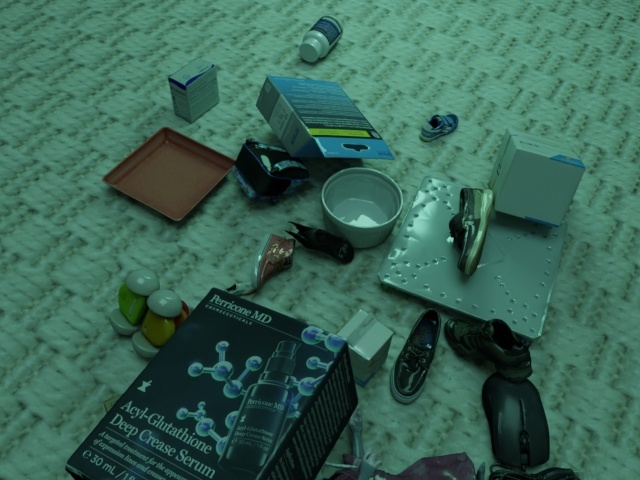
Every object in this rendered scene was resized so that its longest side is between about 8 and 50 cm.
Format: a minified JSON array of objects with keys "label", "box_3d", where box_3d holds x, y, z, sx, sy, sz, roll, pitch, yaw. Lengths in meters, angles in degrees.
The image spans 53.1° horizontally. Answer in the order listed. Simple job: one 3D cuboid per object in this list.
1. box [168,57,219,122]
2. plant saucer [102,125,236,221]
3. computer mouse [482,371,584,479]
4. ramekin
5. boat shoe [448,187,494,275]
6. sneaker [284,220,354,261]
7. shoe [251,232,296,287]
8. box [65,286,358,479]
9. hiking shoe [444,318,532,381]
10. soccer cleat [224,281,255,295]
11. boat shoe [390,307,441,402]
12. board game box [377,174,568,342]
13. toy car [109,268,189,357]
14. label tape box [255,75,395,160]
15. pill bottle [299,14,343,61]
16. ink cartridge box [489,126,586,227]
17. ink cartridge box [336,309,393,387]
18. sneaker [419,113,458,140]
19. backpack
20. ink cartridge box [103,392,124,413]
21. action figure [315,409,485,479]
[{"label":"box","box_3d":[-0.366,-0.438,1.866,0.072,0.137,0.126,30,56,20]},{"label":"plant saucer","box_3d":[-0.397,-0.172,1.711,0.259,0.047,0.258,27,55,16]},{"label":"computer mouse","box_3d":[0.416,0.380,1.312,0.189,0.072,0.272,-2,52,-5]},{"label":"ramekin","box_3d":[0.101,-0.076,1.628,0.207,0.109,0.207,2,51,-2]},{"label":"boat shoe","box_3d":[0.357,-0.029,1.555,0.093,0.102,0.285,13,48,13]},{"label":"sneaker","box_3d":[-0.001,0.002,1.576,0.089,0.170,0.051,2,67,53]},{"label":"shoe","box_3d":[-0.110,0.049,1.535,0.081,0.063,0.178,9,39,5]},{"label":"box","box_3d":[-0.157,0.321,1.088,0.294,0.211,0.395,17,51,25]},{"label":"hiking shoe","box_3d":[0.366,0.206,1.391,0.086,0.114,0.227,-22,33,-33]},{"label":"soccer cleat","box_3d":[-0.188,0.112,1.506,0.083,0.035,0.029,-16,54,-16]},{"label":"boat shoe","box_3d":[0.216,0.244,1.403,0.080,0.076,0.228,23,54,14]},{"label":"board game box","box_3d":[0.385,0.034,1.598,0.390,0.050,0.389,20,53,12]},{"label":"toy car","box_3d":[-0.362,0.154,1.410,0.182,0.159,0.136,37,24,23]},{"label":"label tape box","box_3d":[0.010,-0.302,1.752,0.249,0.115,0.347,-5,50,-37]},{"label":"pill bottle","box_3d":[-0.001,-0.657,2.092,0.094,0.094,0.169,23,53,14]},{"label":"ink cartridge box","box_3d":[0.544,-0.168,1.640,0.171,0.168,0.232,16,25,4]},{"label":"ink cartridge box","box_3d":[0.089,0.227,1.365,0.090,0.143,0.092,34,57,21]},{"label":"sneaker","box_3d":[0.357,-0.344,1.891,0.144,0.059,0.053,-31,58,-26]},{"label":"backpack","box_3d":[-0.124,-0.182,1.694,0.173,0.116,0.158,-3,45,-48]},{"label":"ink cartridge box","box_3d":[-0.289,0.386,1.249,0.193,0.088,0.234,-20,55,-20]},{"label":"action figure","box_3d":[0.114,0.481,1.184,0.371,0.248,0.275,1,93,13]}]
